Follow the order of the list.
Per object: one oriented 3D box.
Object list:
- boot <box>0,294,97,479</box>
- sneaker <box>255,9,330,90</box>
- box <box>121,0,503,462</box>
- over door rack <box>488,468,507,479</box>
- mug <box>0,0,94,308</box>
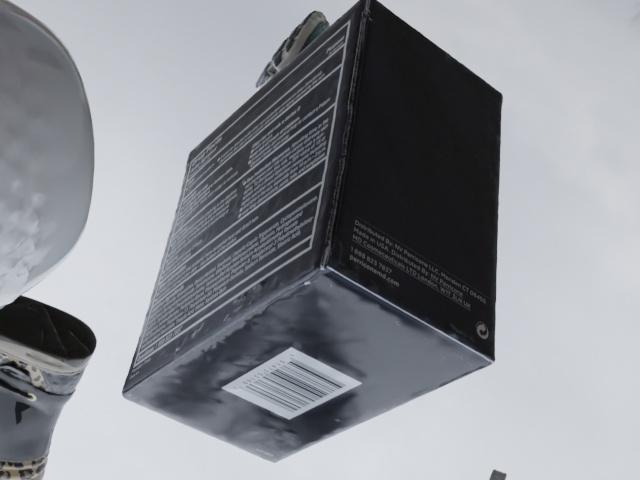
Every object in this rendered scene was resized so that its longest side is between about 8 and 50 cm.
[{"bbox_3d":[-0.528,0.188,1.441,0.378,0.284,0.138,20,-152,-2],"label":"boot"},{"bbox_3d":[0.011,-0.187,1.142,0.110,0.107,0.275,42,-164,8],"label":"sneaker"},{"bbox_3d":[0.000,0.000,0.893,0.183,0.296,0.294,30,-131,-26],"label":"box"},{"bbox_3d":[0.233,0.418,0.978,0.240,0.324,0.108,17,-172,15],"label":"over door rack"},{"bbox_3d":[-0.314,-0.096,0.593,0.328,0.374,0.276,-6,-154,-38],"label":"mug"}]
